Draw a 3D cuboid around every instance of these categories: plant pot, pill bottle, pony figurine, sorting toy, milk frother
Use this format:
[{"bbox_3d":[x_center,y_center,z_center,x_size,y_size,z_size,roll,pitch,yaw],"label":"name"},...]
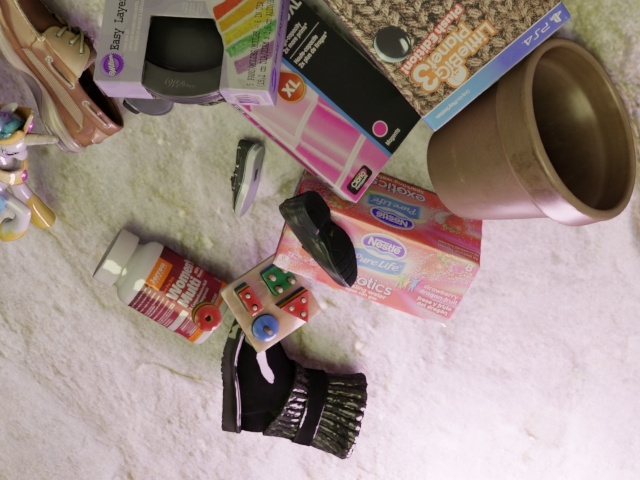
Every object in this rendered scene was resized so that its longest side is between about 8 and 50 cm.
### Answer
[{"bbox_3d":[0.282,-0.125,1.452,0.229,0.263,0.263,-20,122,43],"label":"plant pot"},{"bbox_3d":[-0.273,0.077,1.765,0.221,0.121,0.121,32,125,-14],"label":"pill bottle"},{"bbox_3d":[-0.564,-0.153,1.569,0.351,0.303,0.363,26,150,-1],"label":"pony figurine"},{"bbox_3d":[-0.069,0.099,1.698,0.274,0.046,0.132,-34,111,-11],"label":"sorting toy"},{"bbox_3d":[-0.209,-0.232,1.511,0.143,0.135,0.129,24,141,-6],"label":"milk frother"}]

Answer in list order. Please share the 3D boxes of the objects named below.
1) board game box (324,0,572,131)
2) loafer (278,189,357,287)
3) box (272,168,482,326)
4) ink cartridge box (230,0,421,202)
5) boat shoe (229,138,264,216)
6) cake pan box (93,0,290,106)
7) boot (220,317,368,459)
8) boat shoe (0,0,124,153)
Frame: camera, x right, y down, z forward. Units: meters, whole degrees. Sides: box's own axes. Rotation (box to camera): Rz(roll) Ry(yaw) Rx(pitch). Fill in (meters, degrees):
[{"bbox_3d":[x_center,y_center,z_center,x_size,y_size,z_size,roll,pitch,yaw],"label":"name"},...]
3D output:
[{"bbox_3d":[0.135,-0.335,1.326,0.232,0.141,0.291,-40,113,10],"label":"board game box"},{"bbox_3d":[0.000,0.000,1.514,0.061,0.062,0.170,-8,121,40],"label":"loafer"},{"bbox_3d":[0.093,-0.004,1.617,0.300,0.154,0.142,20,127,-4],"label":"box"},{"bbox_3d":[-0.038,-0.235,1.468,0.371,0.069,0.176,39,83,-15],"label":"ink cartridge box"},{"bbox_3d":[-0.124,-0.103,1.655,0.040,0.049,0.142,27,127,14],"label":"boat shoe"},{"bbox_3d":[-0.169,-0.311,1.387,0.245,0.267,0.070,5,169,9],"label":"cake pan box"},{"bbox_3d":[-0.038,0.241,1.839,0.260,0.131,0.348,11,133,6],"label":"boot"},{"bbox_3d":[-0.392,-0.283,1.530,0.116,0.123,0.324,-13,130,11],"label":"boat shoe"}]
